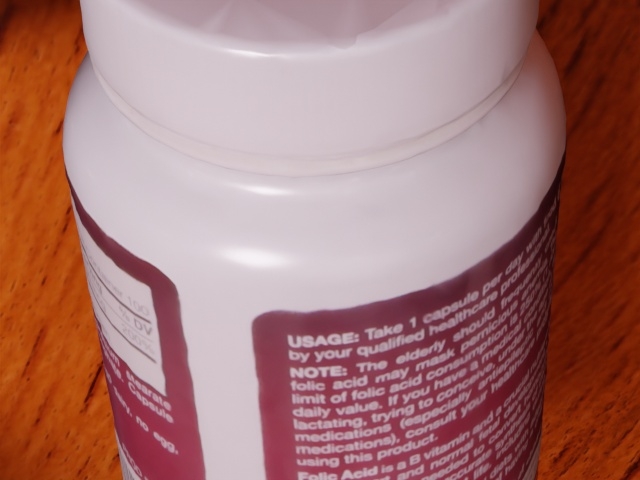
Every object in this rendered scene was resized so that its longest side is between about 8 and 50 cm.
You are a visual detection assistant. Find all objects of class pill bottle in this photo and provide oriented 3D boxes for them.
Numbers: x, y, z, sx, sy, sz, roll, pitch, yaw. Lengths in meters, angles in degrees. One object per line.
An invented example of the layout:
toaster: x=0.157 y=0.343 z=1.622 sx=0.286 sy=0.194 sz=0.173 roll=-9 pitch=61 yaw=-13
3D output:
pill bottle: x=0.000 y=0.000 z=0.897 sx=0.224 sy=0.224 sz=0.392 roll=-13 pitch=137 yaw=-10
